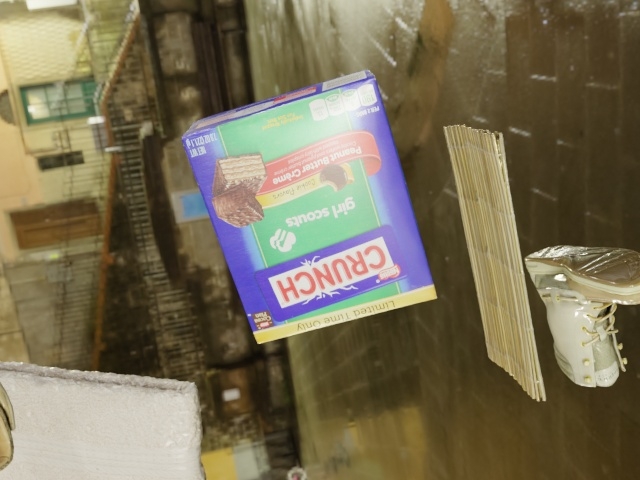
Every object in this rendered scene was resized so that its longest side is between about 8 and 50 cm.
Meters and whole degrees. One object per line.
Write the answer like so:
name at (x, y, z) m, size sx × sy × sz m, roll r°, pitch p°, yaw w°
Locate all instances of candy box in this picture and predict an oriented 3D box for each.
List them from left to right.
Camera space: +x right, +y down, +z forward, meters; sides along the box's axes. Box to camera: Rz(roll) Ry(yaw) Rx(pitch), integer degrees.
candy box at (-0.011, -0.043, 1.058) m, size 0.122 × 0.268 × 0.317 m, roll -87°, pitch -20°, yaw -70°

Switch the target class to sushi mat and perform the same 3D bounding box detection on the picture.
sushi mat at (0.201, 0.020, 0.879) m, size 0.151 × 0.019 × 0.316 m, roll -124°, pitch 19°, yaw -74°

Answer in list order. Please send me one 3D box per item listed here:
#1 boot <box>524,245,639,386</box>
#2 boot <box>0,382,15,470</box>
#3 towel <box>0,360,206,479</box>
boot at (0.327, 0.094, 0.892) m, size 0.213 × 0.077 × 0.165 m, roll -165°, pitch 57°, yaw -75°
boot at (-0.275, 0.158, 0.482) m, size 0.095 × 0.204 × 0.261 m, roll -76°, pitch -29°, yaw -53°
towel at (-0.275, 0.235, 0.899) m, size 0.049 × 0.283 × 0.187 m, roll -73°, pitch -15°, yaw -62°
